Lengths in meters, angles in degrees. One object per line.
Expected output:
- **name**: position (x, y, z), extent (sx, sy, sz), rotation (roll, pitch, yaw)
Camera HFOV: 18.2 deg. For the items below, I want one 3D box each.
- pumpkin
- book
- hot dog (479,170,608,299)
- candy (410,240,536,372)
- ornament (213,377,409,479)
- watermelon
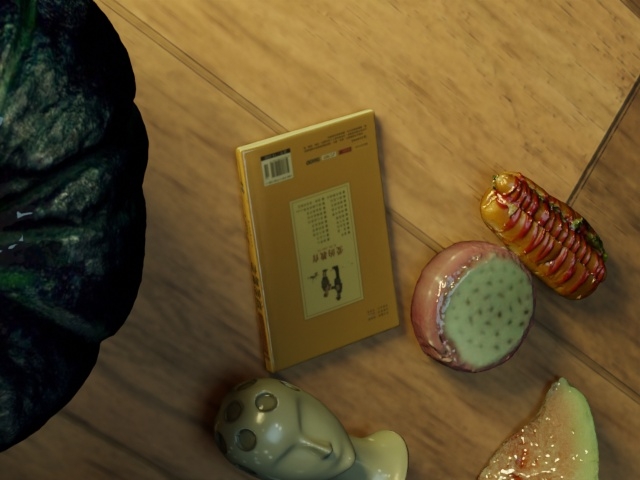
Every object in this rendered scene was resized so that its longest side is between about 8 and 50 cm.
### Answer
- **pumpkin**: position (-0.266, -0.032, 1.114), extent (0.363, 0.266, 0.363), rotation (-10, 106, -36)
- **book**: position (0.000, 0.000, 1.454), extent (0.118, 0.012, 0.172), rotation (-18, 111, -30)
- **hot dog**: position (0.176, -0.005, 1.554), extent (0.144, 0.038, 0.062), rotation (41, 70, -34)
- **candy**: position (0.117, 0.050, 1.528), extent (0.103, 0.043, 0.103), rotation (-10, 109, -30)
- **ornament**: position (-0.008, 0.148, 1.448), extent (0.156, 0.081, 0.075), rotation (30, 80, -40)
- **watermelon**: position (0.183, 0.189, 1.593), extent (0.080, 0.101, 0.155), rotation (40, 69, -23)
